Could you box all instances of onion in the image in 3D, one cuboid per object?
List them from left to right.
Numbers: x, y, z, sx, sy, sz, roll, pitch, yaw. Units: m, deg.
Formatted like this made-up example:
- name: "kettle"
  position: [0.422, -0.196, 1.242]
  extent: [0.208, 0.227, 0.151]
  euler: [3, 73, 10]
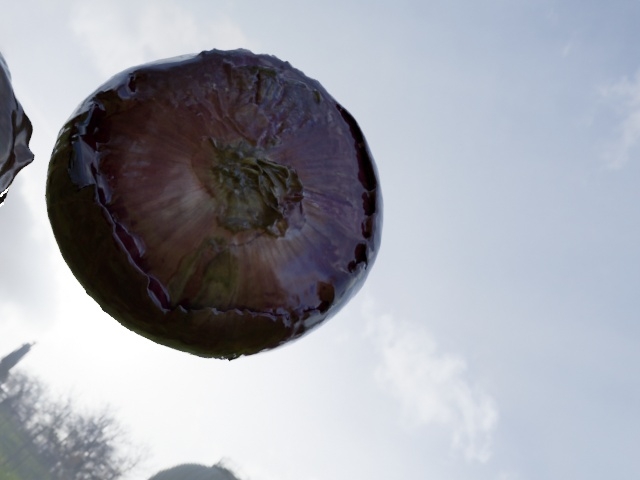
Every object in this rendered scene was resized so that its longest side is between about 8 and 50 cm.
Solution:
- name: "onion"
  position: [-0.073, -0.029, 0.527]
  extent: [0.248, 0.248, 0.161]
  euler: [57, -24, -14]

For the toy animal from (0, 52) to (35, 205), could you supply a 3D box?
- name: "toy animal"
  position: [-0.177, -0.130, 0.249]
  extent: [0.097, 0.157, 0.313]
  euler: [-3, -84, 17]
